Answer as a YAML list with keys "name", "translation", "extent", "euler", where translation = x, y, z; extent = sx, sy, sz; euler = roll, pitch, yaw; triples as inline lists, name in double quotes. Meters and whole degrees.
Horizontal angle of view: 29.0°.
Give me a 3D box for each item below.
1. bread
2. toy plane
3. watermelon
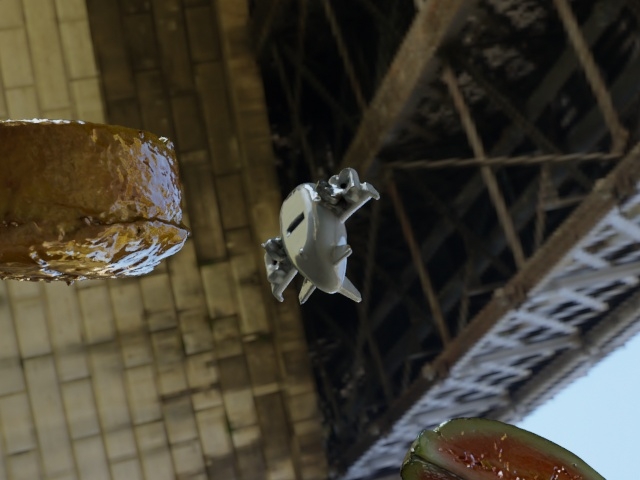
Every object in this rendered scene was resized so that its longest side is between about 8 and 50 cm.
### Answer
- name: "bread"
  translation: [-0.244, -0.032, 1.122]
  extent: [0.268, 0.268, 0.145]
  euler: [170, -80, -70]
- name: "toy plane"
  translation: [0.000, 0.000, 1.936]
  extent: [0.245, 0.117, 0.244]
  euler: [-40, -146, 34]
- name: "watermelon"
  translation: [0.244, 0.289, 1.514]
  extent: [0.159, 0.303, 0.128]
  euler: [118, -6, -64]
